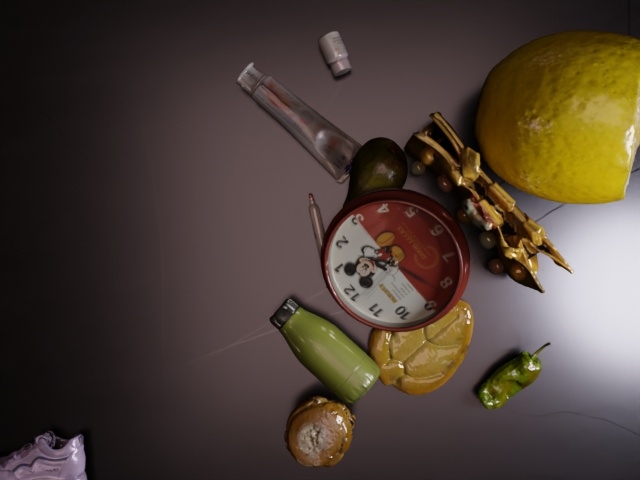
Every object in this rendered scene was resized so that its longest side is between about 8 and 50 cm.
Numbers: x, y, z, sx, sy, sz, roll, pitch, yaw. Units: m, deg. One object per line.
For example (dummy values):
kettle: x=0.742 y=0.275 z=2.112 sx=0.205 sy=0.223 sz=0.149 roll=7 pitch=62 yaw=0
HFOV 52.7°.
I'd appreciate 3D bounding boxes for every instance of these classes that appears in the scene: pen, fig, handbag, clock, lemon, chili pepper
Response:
pen: x=0.000 y=0.000 z=1.449 sx=0.026 sy=0.026 sz=0.218 roll=-13 pitch=90 yaw=3
fig: x=0.121 y=-0.130 z=1.414 sx=0.127 sy=0.184 sz=0.132 roll=-7 pitch=49 yaw=-22
handbag: x=0.323 y=-0.080 z=1.306 sx=0.133 sy=0.283 sz=0.401 roll=-39 pitch=91 yaw=6
clock: x=0.155 y=0.045 z=1.369 sx=0.319 sy=0.080 sz=0.318 roll=4 pitch=108 yaw=13
lemon: x=0.466 y=-0.242 z=1.275 sx=0.365 sy=0.364 sz=0.363 roll=0 pitch=91 yaw=2
chili pepper: x=0.433 y=0.292 z=1.413 sx=0.072 sy=0.073 sz=0.204 roll=42 pitch=104 yaw=-16

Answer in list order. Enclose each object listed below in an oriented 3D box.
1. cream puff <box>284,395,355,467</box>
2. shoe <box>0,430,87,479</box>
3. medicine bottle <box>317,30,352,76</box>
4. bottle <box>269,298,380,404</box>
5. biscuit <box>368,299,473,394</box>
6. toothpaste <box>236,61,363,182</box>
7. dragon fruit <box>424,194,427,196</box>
cream puff: x=0.000 y=0.416 z=1.411 sx=0.165 sy=0.115 sz=0.150 roll=-30 pitch=83 yaw=12
shoe: x=-0.644 y=0.496 z=1.455 sx=0.245 sy=0.095 sz=0.137 roll=5 pitch=87 yaw=-1
medicine bottle: x=0.033 y=-0.413 z=1.428 sx=0.052 sy=0.052 sz=0.089 roll=-23 pitch=89 yaw=3
bottle: x=0.003 y=0.235 z=1.409 sx=0.260 sy=0.112 sz=0.112 roll=42 pitch=92 yaw=3
biscuit: x=0.228 y=0.225 z=1.433 sx=0.260 sy=0.041 sz=0.203 roll=-41 pitch=87 yaw=6
toothpaste: x=-0.044 y=-0.267 z=1.431 sx=0.323 sy=0.066 sz=0.100 roll=40 pitch=87 yaw=-3
dragon fruit: x=0.231 y=-0.033 z=1.419 sx=0.097 sy=0.063 sz=0.131 roll=14 pitch=91 yaw=2
